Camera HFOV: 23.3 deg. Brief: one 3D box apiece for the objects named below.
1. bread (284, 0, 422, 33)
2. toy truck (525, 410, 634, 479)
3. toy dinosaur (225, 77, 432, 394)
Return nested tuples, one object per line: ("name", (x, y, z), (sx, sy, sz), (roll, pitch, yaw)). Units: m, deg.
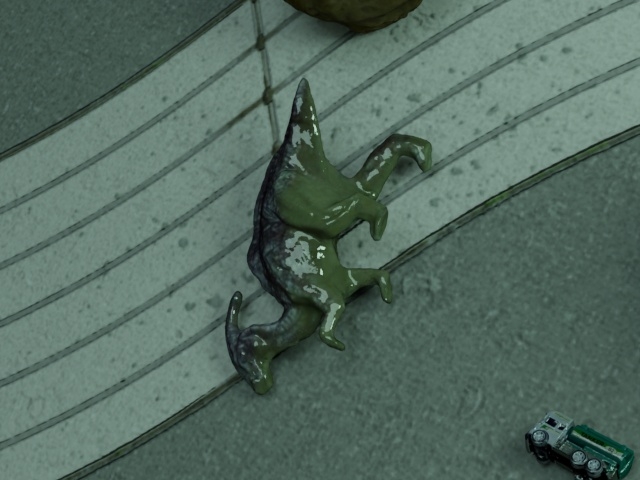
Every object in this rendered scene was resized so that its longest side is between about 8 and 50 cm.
("bread", (0.043, -0.309, 1.530), (0.230, 0.123, 0.230), (-8, 66, 18))
("toy truck", (0.211, 0.171, 1.266), (0.083, 0.039, 0.044), (27, 64, 32))
("toy dinosaur", (-0.004, -0.001, 1.432), (0.162, 0.077, 0.294), (8, 71, 30))
